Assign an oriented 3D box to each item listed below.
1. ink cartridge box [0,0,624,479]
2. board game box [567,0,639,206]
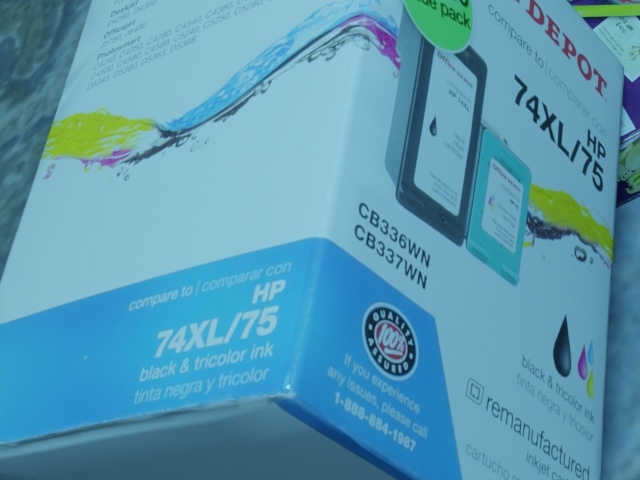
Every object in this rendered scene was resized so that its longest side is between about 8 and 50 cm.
[{"bbox_3d":[0.000,0.000,0.583,0.197,0.198,0.270,-16,51,38],"label":"ink cartridge box"},{"bbox_3d":[0.198,-0.190,0.753,0.208,0.056,0.346,-31,42,17],"label":"board game box"}]
